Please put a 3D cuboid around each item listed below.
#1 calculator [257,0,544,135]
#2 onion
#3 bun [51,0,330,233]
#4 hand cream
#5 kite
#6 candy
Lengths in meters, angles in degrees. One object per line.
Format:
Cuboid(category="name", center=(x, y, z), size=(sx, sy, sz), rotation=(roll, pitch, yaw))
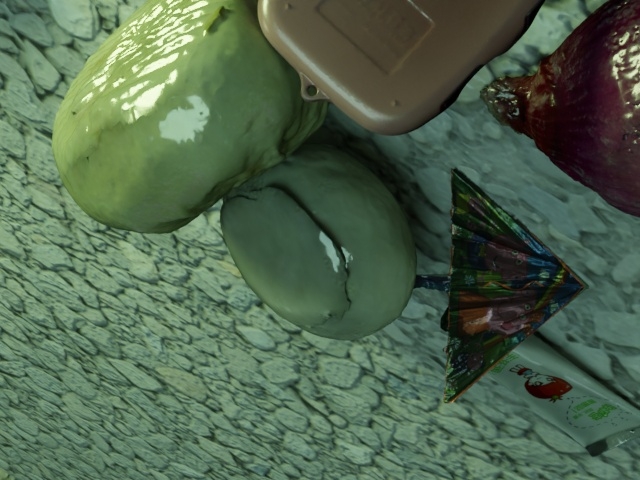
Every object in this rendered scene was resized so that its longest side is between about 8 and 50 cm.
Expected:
Cuboid(category="calculator", center=(0.095, -0.249, 0.617), size=(0.220, 0.048, 0.329), rotation=(40, 88, -6))
Cuboid(category="onion", center=(0.317, -0.119, 0.667), size=(0.349, 0.159, 0.267), rotation=(-6, 117, 30))
Cuboid(category="bun", center=(-0.128, -0.155, 0.769), size=(0.361, 0.361, 0.213), rotation=(-19, 132, 36))
Cuboid(category="hand cream", center=(0.314, 0.196, 0.975), size=(0.336, 0.076, 0.121), rotation=(36, 134, -10))
Cuboid(category="kite", center=(0.230, 0.065, 0.897), size=(0.234, 0.016, 0.321), rotation=(0, 102, 0))
Cuboid(category="candy", center=(0.000, 0.000, 0.904), size=(0.295, 0.185, 0.295), rotation=(33, 140, 32))
